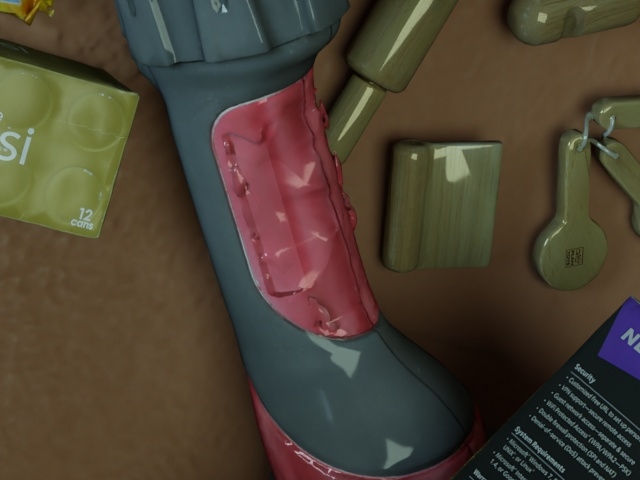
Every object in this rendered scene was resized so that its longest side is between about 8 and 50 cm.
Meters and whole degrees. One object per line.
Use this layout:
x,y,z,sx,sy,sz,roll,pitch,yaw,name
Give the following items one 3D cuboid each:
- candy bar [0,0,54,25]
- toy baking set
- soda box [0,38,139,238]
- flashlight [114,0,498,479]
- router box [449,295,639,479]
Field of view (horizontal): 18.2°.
-0.175,-0.118,0.756,0.161,0.018,0.040,13,100,-23,candy bar
0.114,-0.091,0.871,0.197,0.030,0.256,21,103,-31,toy baking set
-0.165,-0.055,0.755,0.181,0.058,0.061,14,99,-24,soda box
0.000,0.000,0.800,0.103,0.103,0.304,-19,116,-10,flashlight
0.117,0.195,0.854,0.243,0.081,0.309,-45,142,-4,router box
